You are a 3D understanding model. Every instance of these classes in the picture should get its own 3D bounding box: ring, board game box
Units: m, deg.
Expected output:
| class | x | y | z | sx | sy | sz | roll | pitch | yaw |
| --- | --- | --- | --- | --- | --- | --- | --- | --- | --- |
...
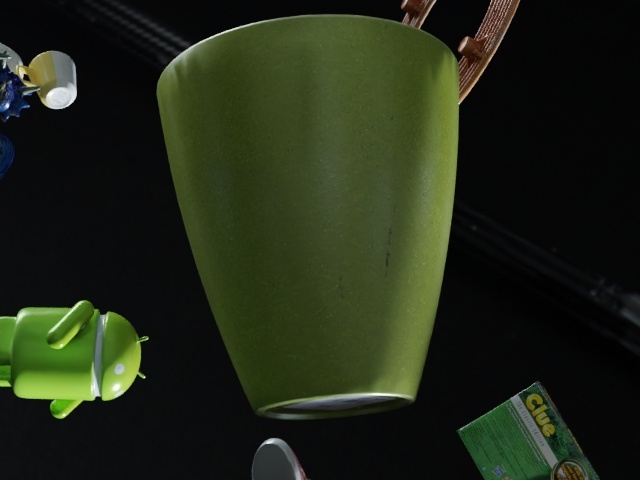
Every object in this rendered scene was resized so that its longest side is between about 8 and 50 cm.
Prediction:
| class | x | y | z | sx | sy | sz | roll | pitch | yaw |
| --- | --- | --- | --- | --- | --- | --- | --- | --- | --- |
| ring | 0.150 | -0.269 | 1.366 | 0.032 | 0.336 | 0.336 | 25 | -132 | -18 |
| board game box | 0.302 | 0.332 | 1.445 | 0.030 | 0.136 | 0.260 | 20 | -141 | -62 |

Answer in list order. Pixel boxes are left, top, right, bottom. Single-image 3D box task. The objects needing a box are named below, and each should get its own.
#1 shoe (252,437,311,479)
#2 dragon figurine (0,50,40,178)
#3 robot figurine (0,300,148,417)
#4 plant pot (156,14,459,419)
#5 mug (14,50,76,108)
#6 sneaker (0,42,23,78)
| class | x | y | z | sx | sy | sz | roll | pitch | yaw |
| --- | --- | --- | --- | --- | --- | --- | --- | --- | --- |
| shoe | -0.031 | 0.316 | 1.356 | 0.063 | 0.178 | 0.081 | -4 | -164 | 29 |
| dragon figurine | -0.245 | -0.048 | 0.653 | 0.085 | 0.144 | 0.289 | 44 | -168 | -23 |
| robot figurine | -0.185 | 0.083 | 0.802 | 0.115 | 0.101 | 0.067 | 3 | -136 | -8 |
| plant pot | 0.000 | 0.000 | 0.949 | 0.274 | 0.275 | 0.293 | 0 | -108 | -14 |
| mug | -0.359 | -0.205 | 1.445 | 0.078 | 0.062 | 0.064 | -17 | -132 | -10 |
| sneaker | -0.512 | -0.265 | 1.398 | 0.292 | 0.169 | 0.108 | 10 | -112 | -27 |
